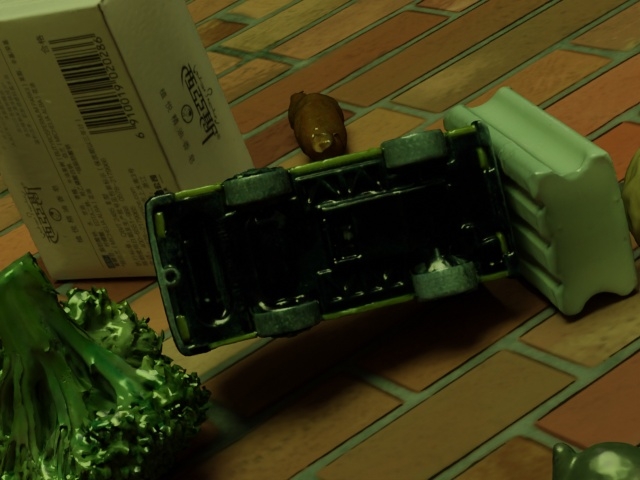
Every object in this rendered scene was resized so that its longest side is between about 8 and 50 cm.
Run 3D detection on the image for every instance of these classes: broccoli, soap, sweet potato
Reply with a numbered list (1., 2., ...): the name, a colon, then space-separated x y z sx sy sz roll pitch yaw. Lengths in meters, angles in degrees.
1. broccoli: -0.177 0.093 1.348 0.194 0.194 0.219 -13 21 16
2. soap: 0.163 -0.035 1.429 0.066 0.119 0.198 -19 23 -10
3. sweet potato: -0.006 -0.118 1.829 0.056 0.056 0.195 -22 19 -3

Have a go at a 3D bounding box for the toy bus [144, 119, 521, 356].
1. toy bus: 0.000 0.000 1.403 0.262 0.128 0.150 -13 2 -11

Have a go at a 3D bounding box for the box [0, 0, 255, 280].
1. box: -0.191 -0.105 1.672 0.203 0.274 0.116 -4 31 35

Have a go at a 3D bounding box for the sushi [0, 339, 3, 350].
1. sushi: -0.308 0.110 1.610 0.201 0.031 0.139 0 32 39

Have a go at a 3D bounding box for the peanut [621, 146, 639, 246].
1. peanut: 0.288 -0.039 1.360 0.140 0.109 0.159 -7 13 5

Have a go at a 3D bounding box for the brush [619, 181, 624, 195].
1. brush: 0.271 -0.052 1.513 0.043 0.014 0.170 5 33 47

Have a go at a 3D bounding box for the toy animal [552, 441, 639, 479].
1. toy animal: 0.239 0.163 1.010 0.236 0.138 0.108 7 -11 7
